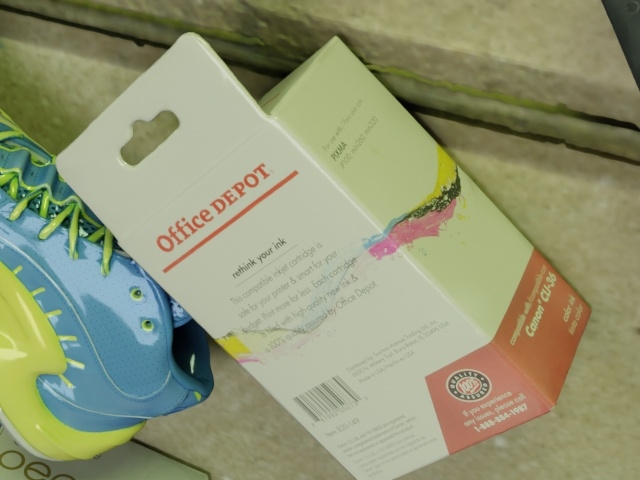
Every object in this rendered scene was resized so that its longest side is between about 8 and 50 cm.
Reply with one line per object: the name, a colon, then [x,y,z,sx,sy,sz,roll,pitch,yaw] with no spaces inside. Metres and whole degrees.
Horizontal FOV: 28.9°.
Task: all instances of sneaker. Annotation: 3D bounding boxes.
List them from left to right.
sneaker: [-0.119,-0.009,0.575,0.126,0.091,0.240,-13,118,15]

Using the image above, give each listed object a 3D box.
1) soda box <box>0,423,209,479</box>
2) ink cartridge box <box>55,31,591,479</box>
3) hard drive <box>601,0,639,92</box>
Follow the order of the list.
soda box: [-0.176,0.137,0.713,0.216,0.074,0.069,22,132,13]
ink cartridge box: [0.000,0.000,0.511,0.198,0.067,0.115,46,133,-12]
hard drive: [0.221,-0.061,0.345,0.254,0.054,0.172,-13,117,36]
